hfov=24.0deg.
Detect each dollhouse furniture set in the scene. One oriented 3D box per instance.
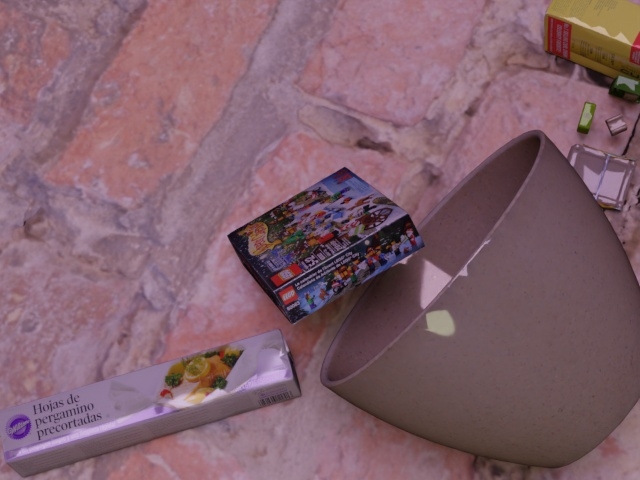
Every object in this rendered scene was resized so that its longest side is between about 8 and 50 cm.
[{"bbox_3d":[0.324,-0.110,1.710,0.076,0.058,0.151,17,88,8],"label":"dollhouse furniture set"}]

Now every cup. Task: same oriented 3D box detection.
[{"bbox_3d":[0.194,0.090,1.503,0.237,0.331,0.331,41,75,-6],"label":"cup"}]

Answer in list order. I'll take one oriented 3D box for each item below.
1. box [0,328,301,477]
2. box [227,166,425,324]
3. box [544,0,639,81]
[{"bbox_3d":[-0.183,0.176,1.629,0.324,0.067,0.063,-17,63,1],"label":"box"},{"bbox_3d":[0.000,0.000,1.612,0.159,0.044,0.233,-30,20,-7],"label":"box"},{"bbox_3d":[0.371,-0.217,1.717,0.232,0.087,0.058,26,71,17],"label":"box"}]
